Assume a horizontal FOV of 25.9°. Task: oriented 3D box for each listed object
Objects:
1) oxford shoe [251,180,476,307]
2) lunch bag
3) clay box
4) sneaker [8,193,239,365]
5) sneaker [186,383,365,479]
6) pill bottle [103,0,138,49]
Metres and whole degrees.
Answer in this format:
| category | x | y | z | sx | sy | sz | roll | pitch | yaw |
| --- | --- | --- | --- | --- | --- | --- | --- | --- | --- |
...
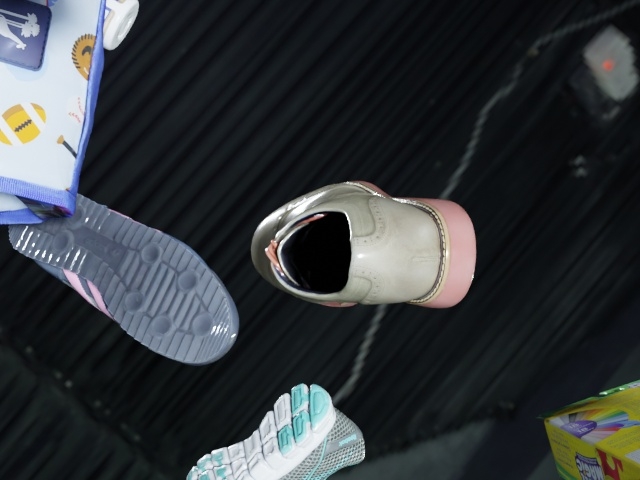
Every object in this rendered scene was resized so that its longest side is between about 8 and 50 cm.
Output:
| category | x | y | z | sx | sy | sz | roll | pitch | yaw |
| --- | --- | --- | --- | --- | --- | --- | --- | --- | --- |
| oxford shoe | 0.000 | 0.000 | 1.286 | 0.130 | 0.123 | 0.348 | 2 | -3 | -27 |
| lunch bag | -0.408 | -0.192 | 1.377 | 0.385 | 0.328 | 0.239 | 5 | -13 | 5 |
| clay box | 0.249 | 0.144 | 0.985 | 0.222 | 0.127 | 0.053 | -166 | -120 | -79 |
| sneaker | -0.186 | 0.041 | 1.473 | 0.319 | 0.112 | 0.131 | 33 | -3 | 33 |
| sneaker | -0.035 | 0.176 | 1.016 | 0.076 | 0.166 | 0.065 | 36 | 29 | -33 |
| pill bottle | -0.272 | -0.272 | 1.568 | 0.120 | 0.067 | 0.067 | 31 | -8 | 2 |
